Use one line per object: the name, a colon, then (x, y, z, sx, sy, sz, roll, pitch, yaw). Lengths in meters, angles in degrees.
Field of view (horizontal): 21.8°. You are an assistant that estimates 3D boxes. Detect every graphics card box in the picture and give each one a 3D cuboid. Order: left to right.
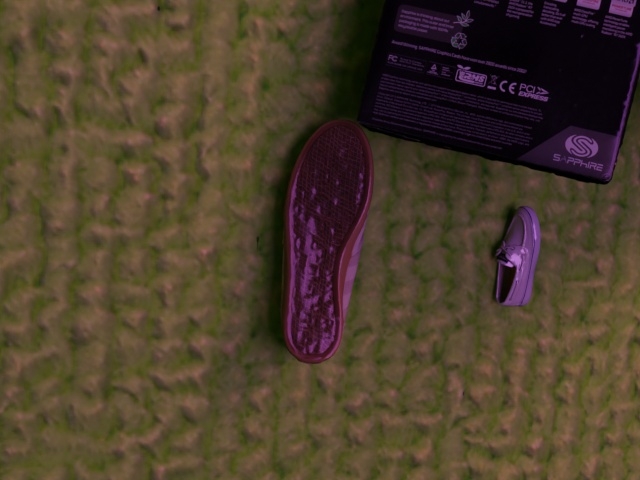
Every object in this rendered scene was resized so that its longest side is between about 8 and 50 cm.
graphics card box: (0.187, -0.251, 1.460, 0.233, 0.094, 0.371, 13, 90, 7)

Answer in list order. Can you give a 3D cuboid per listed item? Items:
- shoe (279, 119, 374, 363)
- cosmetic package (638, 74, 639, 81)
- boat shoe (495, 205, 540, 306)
shoe: (0.000, 0.000, 1.485, 0.077, 0.058, 0.219, 10, 89, -2)
cosmetic package: (0.416, -0.186, 1.532, 0.224, 0.224, 0.138, 29, 82, -1)
boat shoe: (0.187, 0.016, 1.612, 0.035, 0.035, 0.100, -2, 106, -34)
